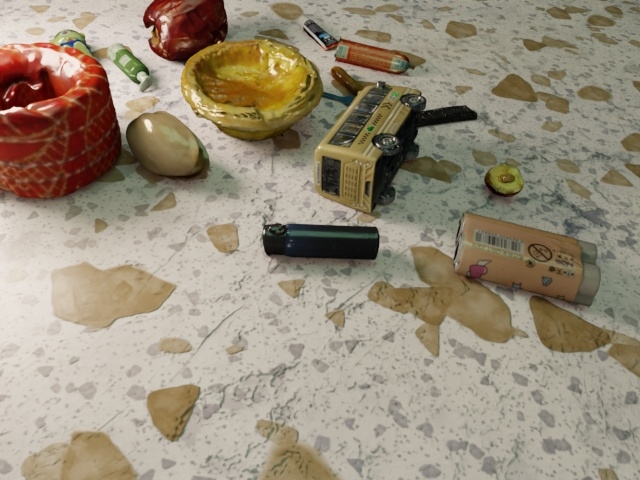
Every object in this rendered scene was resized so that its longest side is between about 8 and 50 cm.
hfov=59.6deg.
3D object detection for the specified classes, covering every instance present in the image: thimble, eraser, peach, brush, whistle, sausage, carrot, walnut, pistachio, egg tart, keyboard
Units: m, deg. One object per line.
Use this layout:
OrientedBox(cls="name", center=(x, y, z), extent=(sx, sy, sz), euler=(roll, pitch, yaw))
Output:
OrientedBox(cls="thimble", center=(-0.635, -0.277, 1.255), extent=(0.350, 0.230, 0.350), euler=(5, 42, -4))
OrientedBox(cls="eraser", center=(0.443, 0.033, 1.215), extent=(0.291, 0.087, 0.171), euler=(14, 46, 6))
OrientedBox(cls="peach", center=(0.464, -0.144, 1.419), extent=(0.098, 0.061, 0.098), euler=(-4, 62, 7))
OrientedBox(cls="brush", center=(0.048, -0.431, 1.682), extent=(0.164, 0.014, 0.051), euler=(16, 42, 9))
OrientedBox(cls="whistle", center=(-0.718, -0.547, 1.625), extent=(0.105, 0.085, 0.227), euler=(-23, 52, -17))
OrientedBox(cls="sausage", center=(0.181, -0.598, 1.839), extent=(0.264, 0.083, 0.083), euler=(15, 44, 4))
OrientedBox(cls="carrot", center=(0.090, -0.489, 1.729), extent=(0.042, 0.042, 0.170), euler=(-21, 51, -28))
OrientedBox(cls="walnut", center=(-0.426, -0.678, 1.739), extent=(0.269, 0.221, 0.244), euler=(-30, 23, -24))
OrientedBox(cls="pistachio", center=(-0.363, -0.221, 1.316), extent=(0.215, 0.144, 0.144), euler=(34, 49, 16))
OrientedBox(cls="egg tart", center=(-0.180, -0.392, 1.498), extent=(0.388, 0.169, 0.387), euler=(3, 47, -3))
OrientedBox(cls="keyboard", center=(0.359, -0.376, 1.671), extent=(0.231, 0.023, 0.072), euler=(-12, 45, -20))

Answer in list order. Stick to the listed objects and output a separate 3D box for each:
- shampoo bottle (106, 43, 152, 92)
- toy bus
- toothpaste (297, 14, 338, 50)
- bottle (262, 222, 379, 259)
OrientedBox(cls="shampoo bottle", center=(-0.551, -0.504, 1.628), extent=(0.065, 0.065, 0.204), euler=(-26, 54, -31))
OrientedBox(cls="toy bus", center=(0.130, -0.247, 1.389), extent=(0.202, 0.176, 0.365), euler=(17, 45, 17))
OrientedBox(cls="toothpaste", center=(-0.011, -0.725, 1.962), extent=(0.071, 0.045, 0.193), euler=(-30, 61, -23))
OrientedBox(cls="bottle", center=(0.000, 0.000, 1.177), extent=(0.245, 0.082, 0.072), euler=(1, 51, -7))
